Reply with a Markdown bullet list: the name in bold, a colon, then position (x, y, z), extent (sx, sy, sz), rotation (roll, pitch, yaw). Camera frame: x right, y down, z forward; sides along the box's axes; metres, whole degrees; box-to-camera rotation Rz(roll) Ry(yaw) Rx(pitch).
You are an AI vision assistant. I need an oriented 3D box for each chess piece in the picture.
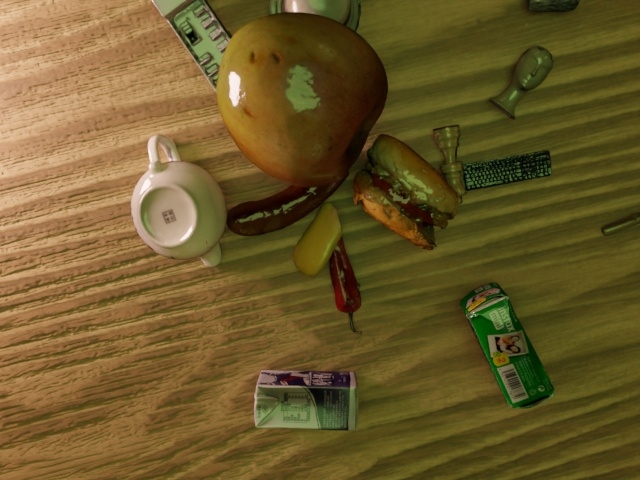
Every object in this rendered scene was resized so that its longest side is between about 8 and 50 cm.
- **chess piece**: position (0.286, -0.163, 1.755), extent (0.060, 0.060, 0.172), rotation (-10, 97, 1)

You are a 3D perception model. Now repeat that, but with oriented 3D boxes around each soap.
- **soap**: position (0.000, 0.000, 1.758), extent (0.089, 0.033, 0.169), rotation (42, 108, 25)

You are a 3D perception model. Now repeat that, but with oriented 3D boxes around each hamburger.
- **hamburger**: position (0.178, -0.098, 1.676), extent (0.244, 0.244, 0.163), rotation (36, 91, -3)

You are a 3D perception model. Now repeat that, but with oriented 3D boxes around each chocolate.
- **chocolate**: position (-0.011, -0.485, 1.681), extent (0.221, 0.147, 0.222), rotation (0, 99, -1)

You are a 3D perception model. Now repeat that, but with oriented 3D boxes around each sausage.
- **sausage**: position (-0.061, -0.093, 1.743), extent (0.302, 0.076, 0.103), rotation (-33, 108, -2)
- **sausage**: position (0.687, -0.043, 1.780), extent (0.132, 0.024, 0.024), rotation (-22, 95, 3)

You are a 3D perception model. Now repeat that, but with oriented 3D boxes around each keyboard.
- **keyboard**: position (0.412, -0.155, 1.774), extent (0.195, 0.018, 0.060), rotation (-11, 98, 1)

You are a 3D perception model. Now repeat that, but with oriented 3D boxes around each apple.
- **apple**: position (-0.046, -0.277, 1.576), extent (0.304, 0.338, 0.339), rotation (28, 94, 9)

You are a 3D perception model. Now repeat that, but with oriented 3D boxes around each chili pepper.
- **chili pepper**: position (0.051, 0.081, 1.778), extent (0.059, 0.050, 0.268), rotation (-10, 94, 17)

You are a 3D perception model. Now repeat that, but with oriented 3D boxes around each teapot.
- **teapot**: position (-0.301, -0.084, 1.720), extent (0.208, 0.166, 0.300), rotation (-16, 87, 28)

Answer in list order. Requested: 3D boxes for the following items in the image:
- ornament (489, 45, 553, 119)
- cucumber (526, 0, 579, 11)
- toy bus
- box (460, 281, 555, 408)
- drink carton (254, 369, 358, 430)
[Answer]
- **ornament**: position (0.437, -0.344, 1.727), extent (0.074, 0.081, 0.156), rotation (37, 98, -6)
- **cucumber**: position (0.494, -0.520, 1.718), extent (0.111, 0.064, 0.064), rotation (-1, 95, -1)
- **toy bus**: position (-0.255, -0.447, 1.686), extent (0.113, 0.139, 0.302), rotation (-34, 96, 5)
- **box**: position (0.395, 0.222, 1.727), extent (0.103, 0.180, 0.250), rotation (-25, 96, 6)
- **drink carton**: position (-0.030, 0.348, 1.759), extent (0.222, 0.134, 0.102), rotation (1, 97, 0)
